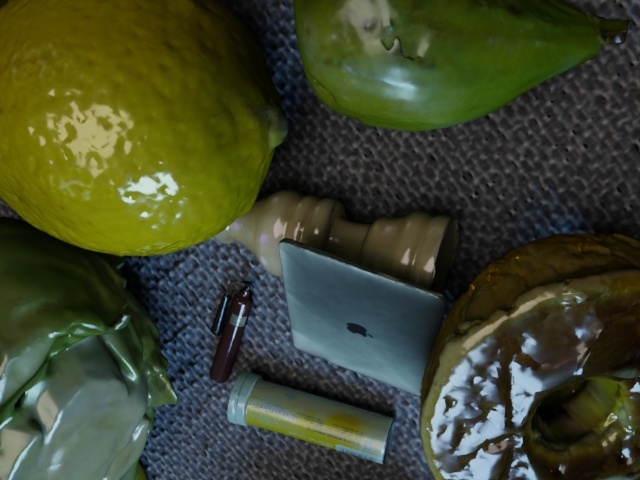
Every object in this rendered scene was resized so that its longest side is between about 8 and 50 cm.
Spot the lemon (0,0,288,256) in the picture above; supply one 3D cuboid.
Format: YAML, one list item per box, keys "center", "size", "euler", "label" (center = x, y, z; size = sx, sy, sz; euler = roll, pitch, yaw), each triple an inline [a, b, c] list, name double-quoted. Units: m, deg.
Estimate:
- center: [-0.212, -0.137, 0.806]
  size: [0.336, 0.336, 0.336]
  euler: [7, 111, 19]
  label: "lemon"

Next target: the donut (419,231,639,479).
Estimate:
- center: [0.249, 0.139, 0.775]
  size: [0.329, 0.160, 0.330]
  euler: [-1, 122, -1]
  label: "donut"

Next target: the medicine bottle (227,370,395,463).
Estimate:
- center: [-0.012, 0.239, 0.996]
  size: [0.218, 0.074, 0.074]
  euler: [13, 113, 14]
  label: "medicine bottle"

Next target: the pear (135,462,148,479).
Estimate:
- center: [-0.448, 0.438, 1.165]
  size: [0.340, 0.191, 0.386]
  euler: [-33, 95, 27]
  label: "pear"

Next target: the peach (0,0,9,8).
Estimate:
- center: [-0.449, -0.382, 0.827]
  size: [0.315, 0.281, 0.314]
  euler: [-9, 99, 15]
  label: "peach"

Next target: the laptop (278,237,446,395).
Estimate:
- center: [0.046, 0.099, 0.871]
  size: [0.187, 0.015, 0.269]
  euler: [20, 150, 14]
  label: "laptop"

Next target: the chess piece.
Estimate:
- center: [0.000, 0.000, 0.885]
  size: [0.307, 0.139, 0.124]
  euler: [16, 78, 19]
  label: "chess piece"

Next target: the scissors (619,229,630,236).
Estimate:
- center: [0.271, 0.109, 0.867]
  size: [0.109, 0.022, 0.300]
  euler: [29, 115, 5]
  label: "scissors"

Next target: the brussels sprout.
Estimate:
- center: [-0.416, 0.175, 0.983]
  size: [0.361, 0.342, 0.426]
  euler: [30, 105, 34]
  label: "brussels sprout"

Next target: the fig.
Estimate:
- center: [0.116, -0.207, 0.699]
  size: [0.314, 0.233, 0.233]
  euler: [18, 114, 20]
  label: "fig"

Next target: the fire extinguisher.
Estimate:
- center: [-0.125, 0.117, 1.020]
  size: [0.049, 0.035, 0.173]
  euler: [47, 126, 44]
  label: "fire extinguisher"
